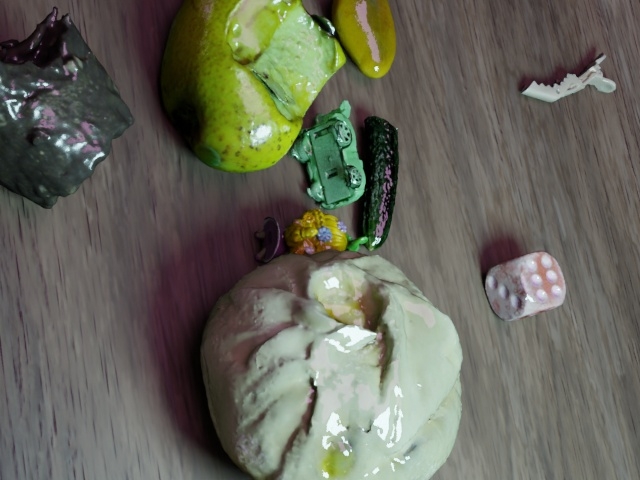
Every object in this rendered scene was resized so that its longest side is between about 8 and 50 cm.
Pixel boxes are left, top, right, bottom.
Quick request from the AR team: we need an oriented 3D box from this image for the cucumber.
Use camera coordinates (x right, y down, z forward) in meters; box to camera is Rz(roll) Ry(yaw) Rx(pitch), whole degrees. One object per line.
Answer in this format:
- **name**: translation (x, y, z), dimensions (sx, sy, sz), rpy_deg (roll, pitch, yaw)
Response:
- **cucumber**: translation (0.088, -0.083, 1.819), dimensions (0.058, 0.052, 0.215), rpy_deg (8, 68, -9)

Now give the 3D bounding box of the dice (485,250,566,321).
- **dice**: translation (0.320, 0.072, 1.885), dimensions (0.094, 0.091, 0.093), rpy_deg (-12, 80, -36)

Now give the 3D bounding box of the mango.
- **mango**: translation (0.070, -0.329, 1.882), dimensions (0.103, 0.076, 0.161), rpy_deg (-9, 81, -39)

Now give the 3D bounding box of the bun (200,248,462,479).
- **bun**: translation (0.032, 0.165, 1.550), dimensions (0.365, 0.219, 0.365), rpy_deg (9, 59, -16)

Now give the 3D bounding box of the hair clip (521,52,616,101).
- **hair clip**: translation (0.440, -0.270, 2.123), dimensions (0.226, 0.034, 0.072), rpy_deg (-24, 87, -36)

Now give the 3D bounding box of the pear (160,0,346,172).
- **pear**: translation (-0.118, -0.232, 1.675), dimensions (0.238, 0.164, 0.255), rpy_deg (42, 57, -16)

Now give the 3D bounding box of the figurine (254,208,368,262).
- **figurine**: translation (0.000, 0.000, 1.695), dimensions (0.156, 0.115, 0.095), rpy_deg (9, 78, -32)

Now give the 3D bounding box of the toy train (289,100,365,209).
- **toy train**: translation (0.021, -0.124, 1.768), dimensions (0.081, 0.099, 0.149), rpy_deg (-14, 83, -51)

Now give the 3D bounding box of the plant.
- **plant**: translation (-0.378, -0.183, 1.477), dimensions (0.276, 0.199, 0.188), rpy_deg (40, 50, -19)
